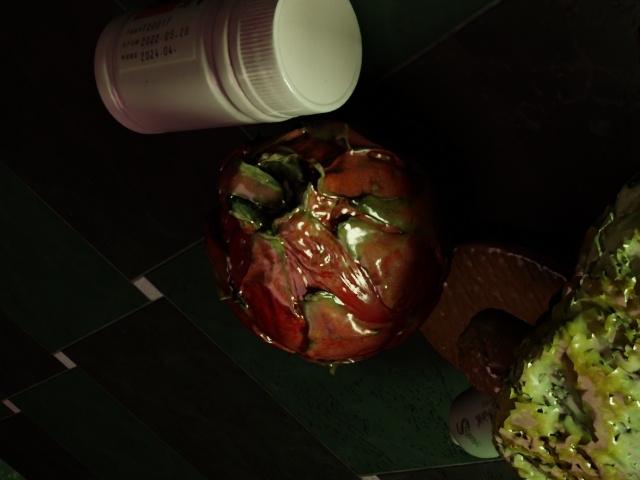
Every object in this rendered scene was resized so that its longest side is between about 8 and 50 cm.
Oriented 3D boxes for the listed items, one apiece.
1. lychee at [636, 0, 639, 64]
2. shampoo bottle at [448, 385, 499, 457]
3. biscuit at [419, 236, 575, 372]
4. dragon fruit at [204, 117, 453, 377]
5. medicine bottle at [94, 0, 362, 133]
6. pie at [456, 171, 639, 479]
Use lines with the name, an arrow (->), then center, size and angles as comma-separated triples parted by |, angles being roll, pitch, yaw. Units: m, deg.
lychee -> 0.284, -0.150, 0.560 | 0.238, 0.200, 0.200 | 14, 141, 22
shampoo bottle -> 0.214, 0.184, 1.048 | 0.085, 0.085, 0.262 | 36, 146, -1
biscuit -> 0.216, 0.091, 1.042 | 0.262, 0.037, 0.262 | 22, 144, 17
dragon fruit -> 0.000, 0.000, 0.922 | 0.244, 0.244, 0.299 | 6, 165, 36
medicine bottle -> -0.094, -0.174, 0.903 | 0.249, 0.133, 0.133 | 2, 134, 41
pie -> 0.348, 0.115, 0.739 | 0.395, 0.180, 0.418 | 37, 135, -8
